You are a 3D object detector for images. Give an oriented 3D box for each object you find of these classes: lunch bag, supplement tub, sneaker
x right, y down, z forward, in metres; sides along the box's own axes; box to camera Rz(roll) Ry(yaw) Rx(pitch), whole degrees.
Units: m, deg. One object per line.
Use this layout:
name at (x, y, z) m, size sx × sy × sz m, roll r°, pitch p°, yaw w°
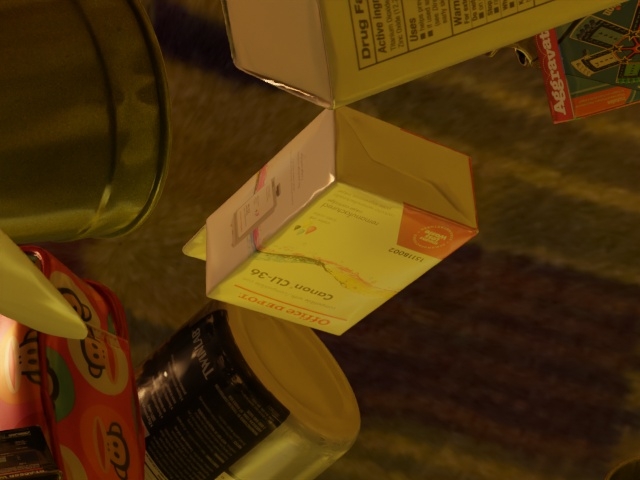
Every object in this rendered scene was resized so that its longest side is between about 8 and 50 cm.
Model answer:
lunch bag at (-0.252, 0.171, 1.103) m, size 0.258 × 0.120 × 0.293 m, roll -22°, pitch 59°, yaw 21°
supplement tub at (-0.141, 0.224, 1.631) m, size 0.338 × 0.207 × 0.207 m, roll -41°, pitch 95°, yaw 19°
sneaker at (0.268, -0.241, 1.906) m, size 0.188 × 0.066 × 0.071 m, roll 11°, pitch 117°, yaw -34°

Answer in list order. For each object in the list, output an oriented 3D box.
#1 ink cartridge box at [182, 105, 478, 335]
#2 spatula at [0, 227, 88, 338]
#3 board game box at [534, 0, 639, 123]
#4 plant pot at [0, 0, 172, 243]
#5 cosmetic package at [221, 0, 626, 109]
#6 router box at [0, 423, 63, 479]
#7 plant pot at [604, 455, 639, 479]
ink cartridge box at (0.000, 0.000, 1.072) m, size 0.115 × 0.198 × 0.067 m, roll 19°, pitch 52°, yaw -29°
spatula at (-0.190, -0.044, 0.479) m, size 0.242 × 0.168 × 0.019 m, roll 47°, pitch 64°, yaw -27°
board game box at (0.267, -0.186, 1.195) m, size 0.281 × 0.027 × 0.145 m, roll -17°, pitch 95°, yaw -35°
plant pot at (-0.419, -0.140, 1.800) m, size 0.353 × 0.366 × 0.367 m, roll -17°, pitch 92°, yaw -39°
cosmetic package at (0.097, -0.198, 0.838) m, size 0.309 × 0.113 × 0.160 m, roll -21°, pitch 116°, yaw -24°
router box at (-0.210, 0.143, 0.900) m, size 0.122 × 0.092 × 0.038 m, roll -7°, pitch 102°, yaw -15°
plant pot at (0.382, 0.399, 1.540) m, size 0.274 × 0.275 × 0.294 m, roll 6°, pitch 109°, yaw -7°
